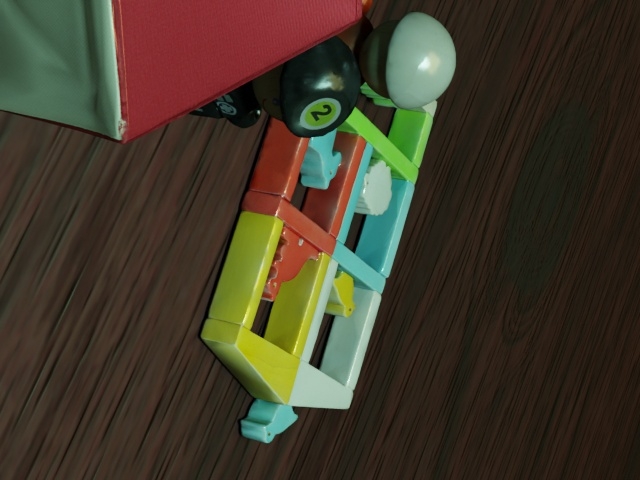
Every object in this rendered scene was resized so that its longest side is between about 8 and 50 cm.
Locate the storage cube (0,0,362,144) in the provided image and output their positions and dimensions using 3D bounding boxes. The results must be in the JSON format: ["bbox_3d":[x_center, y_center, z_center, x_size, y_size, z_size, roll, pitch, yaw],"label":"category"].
[{"bbox_3d":[-0.107,-0.172,0.718,0.193,0.184,0.215,-36,132,-51],"label":"storage cube"}]

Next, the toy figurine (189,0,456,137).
[{"bbox_3d":[-0.010,-0.168,0.939,0.213,0.148,0.209,-17,115,-59],"label":"toy figurine"}]

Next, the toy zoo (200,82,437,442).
[{"bbox_3d":[0.000,0.000,1.149,0.192,0.030,0.293,38,66,-60],"label":"toy zoo"}]
